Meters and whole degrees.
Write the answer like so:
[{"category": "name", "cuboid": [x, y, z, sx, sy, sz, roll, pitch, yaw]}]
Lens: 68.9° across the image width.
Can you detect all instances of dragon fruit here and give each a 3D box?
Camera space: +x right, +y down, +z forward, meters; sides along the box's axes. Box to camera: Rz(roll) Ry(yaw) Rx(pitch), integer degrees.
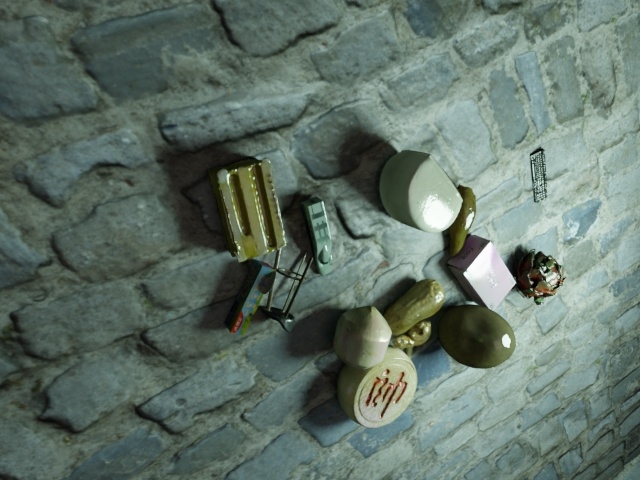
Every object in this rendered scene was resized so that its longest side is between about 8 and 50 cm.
[{"category": "dragon fruit", "cuboid": [0.796, 0.129, 1.700, 0.183, 0.182, 0.188, -20, 157, -23]}]

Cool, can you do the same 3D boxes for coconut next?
[{"category": "coconut", "cuboid": [0.119, 0.274, 1.363, 0.171, 0.171, 0.182, -2, 111, -30]}]

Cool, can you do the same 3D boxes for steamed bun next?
[{"category": "steamed bun", "cuboid": [0.271, -0.124, 1.312, 0.242, 0.146, 0.164, 42, 81, -36]}]

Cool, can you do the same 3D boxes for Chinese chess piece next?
[{"category": "Chinese chess piece", "cuboid": [0.181, 0.462, 1.496, 0.270, 0.112, 0.269, -10, 111, -27]}]

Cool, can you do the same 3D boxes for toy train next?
[{"category": "toy train", "cuboid": [0.000, 0.000, 1.258, 0.052, 0.051, 0.233, -22, 117, -18]}]

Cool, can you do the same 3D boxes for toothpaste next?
[{"category": "toothpaste", "cuboid": [-0.179, 0.150, 1.196, 0.044, 0.070, 0.193, 23, 95, -36]}]

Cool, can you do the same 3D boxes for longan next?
[{"category": "longan", "cuboid": [0.526, 0.321, 1.566, 0.246, 0.246, 0.214, -8, 91, -28]}]

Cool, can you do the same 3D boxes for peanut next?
[{"category": "peanut", "cuboid": [0.290, 0.216, 1.473, 0.236, 0.120, 0.110, -39, 89, -7]}]

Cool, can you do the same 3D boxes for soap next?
[{"category": "soap", "cuboid": [-0.172, -0.076, 1.116, 0.135, 0.076, 0.233, -20, 115, -23]}]

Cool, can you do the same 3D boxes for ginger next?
[{"category": "ginger", "cuboid": [0.303, 0.301, 1.494, 0.165, 0.067, 0.096, -10, 143, -45]}]

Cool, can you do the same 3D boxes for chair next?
[{"category": "chair", "cuboid": [-0.093, 0.126, 1.231, 0.095, 0.104, 0.221, 14, 96, -7]}]

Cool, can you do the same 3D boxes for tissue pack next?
[{"category": "tissue pack", "cuboid": [0.553, 0.112, 1.595, 0.148, 0.092, 0.246, -49, 123, -8]}]

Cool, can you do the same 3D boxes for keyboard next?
[{"category": "keyboard", "cuboid": [0.774, -0.226, 1.648, 0.060, 0.018, 0.195, -29, 119, -16]}]

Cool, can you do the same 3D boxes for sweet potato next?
[{"category": "sweet potato", "cuboid": [0.451, -0.055, 1.487, 0.077, 0.077, 0.243, -6, 109, -29]}]

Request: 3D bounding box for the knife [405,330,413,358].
[{"category": "knife", "cuboid": [0.292, 0.417, 1.599, 0.047, 0.017, 0.297, -5, 110, -23]}]
